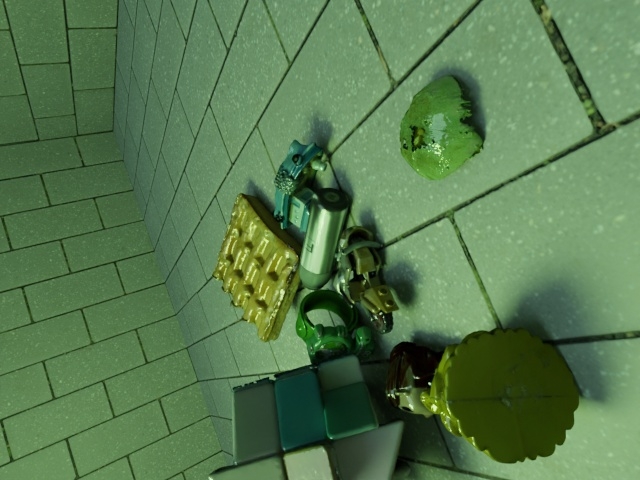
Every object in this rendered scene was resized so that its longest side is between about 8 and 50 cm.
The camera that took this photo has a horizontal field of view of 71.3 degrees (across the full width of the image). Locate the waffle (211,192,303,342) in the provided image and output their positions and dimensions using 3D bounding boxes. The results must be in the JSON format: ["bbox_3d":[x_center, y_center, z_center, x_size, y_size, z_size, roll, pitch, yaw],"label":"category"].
[{"bbox_3d":[-0.174,0.069,1.239,0.348,0.077,0.304,45,121,40],"label":"waffle"}]

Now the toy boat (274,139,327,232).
[{"bbox_3d":[-0.036,-0.113,0.967,0.098,0.109,0.238,35,140,19],"label":"toy boat"}]

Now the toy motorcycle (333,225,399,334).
[{"bbox_3d":[0.082,0.063,0.850,0.129,0.094,0.229,101,152,-42],"label":"toy motorcycle"}]

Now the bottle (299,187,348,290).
[{"bbox_3d":[0.000,0.000,0.980,0.096,0.079,0.253,-116,28,-44],"label":"bottle"}]

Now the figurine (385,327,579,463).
[{"bbox_3d":[0.200,0.236,0.698,0.168,0.187,0.315,63,158,9],"label":"figurine"}]

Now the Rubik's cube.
[{"bbox_3d":[-0.014,0.446,0.893,0.358,0.387,0.368,70,-176,-69],"label":"Rubik's cube"}]

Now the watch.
[{"bbox_3d":[0.030,0.192,0.996,0.152,0.165,0.131,-102,17,-47],"label":"watch"}]

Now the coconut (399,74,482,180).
[{"bbox_3d":[0.165,-0.152,0.646,0.133,0.055,0.158,44,141,42],"label":"coconut"}]
